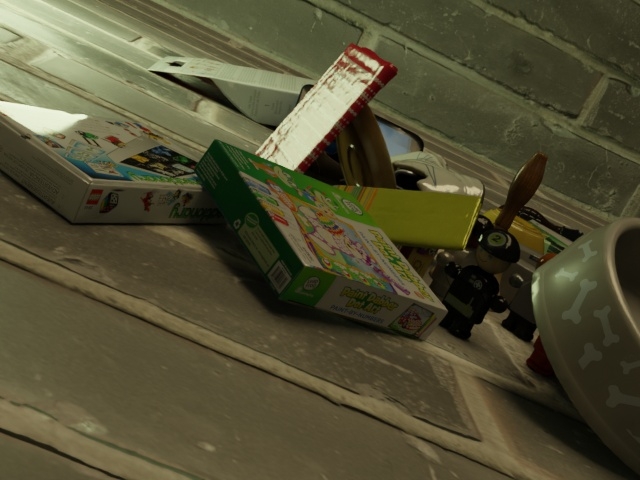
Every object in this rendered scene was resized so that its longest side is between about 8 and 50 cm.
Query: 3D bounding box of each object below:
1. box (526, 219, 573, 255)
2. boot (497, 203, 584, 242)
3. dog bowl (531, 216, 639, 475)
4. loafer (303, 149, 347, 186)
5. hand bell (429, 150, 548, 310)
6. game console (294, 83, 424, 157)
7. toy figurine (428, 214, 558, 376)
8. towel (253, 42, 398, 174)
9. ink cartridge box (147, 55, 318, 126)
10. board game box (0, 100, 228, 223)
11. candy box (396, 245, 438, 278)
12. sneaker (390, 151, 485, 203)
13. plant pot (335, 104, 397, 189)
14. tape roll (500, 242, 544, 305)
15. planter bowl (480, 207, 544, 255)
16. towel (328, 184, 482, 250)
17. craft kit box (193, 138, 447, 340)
[{"bbox_3d":[0.569,0.058,2.101,0.322,0.058,0.232,30,14,15],"label":"box"},{"bbox_3d":[0.518,-0.017,2.308,0.219,0.082,0.106,25,-9,11],"label":"boot"},{"bbox_3d":[0.410,0.123,1.142,0.349,0.102,0.348,25,41,-24],"label":"dog bowl"},{"bbox_3d":[0.051,-0.125,1.767,0.220,0.078,0.080,17,17,-34],"label":"loafer"},{"bbox_3d":[0.276,-0.026,1.474,0.126,0.242,0.126,25,14,-7],"label":"hand bell"},{"bbox_3d":[0.091,-0.210,1.928,0.293,0.173,0.250,23,-10,-10],"label":"game console"},{"bbox_3d":[0.262,0.062,1.319,0.213,0.148,0.209,25,14,-7],"label":"toy figurine"},{"bbox_3d":[0.002,-0.194,1.545,0.031,0.275,0.199,39,6,-25],"label":"towel"},{"bbox_3d":[-0.181,-0.334,2.187,0.385,0.091,0.308,9,16,-3],"label":"ink cartridge box"},{"bbox_3d":[-0.242,-0.087,1.132,0.193,0.053,0.305,34,15,23],"label":"board game box"},{"bbox_3d":[0.148,-0.001,1.427,0.053,0.109,0.187,29,13,4],"label":"candy box"},{"bbox_3d":[0.160,-0.104,1.642,0.129,0.111,0.297,17,6,-24],"label":"sneaker"},{"bbox_3d":[0.070,-0.123,1.589,0.032,0.236,0.236,-16,27,-11],"label":"plant pot"},{"bbox_3d":[0.350,0.068,1.626,0.219,0.072,0.219,25,13,-6],"label":"tape roll"},{"bbox_3d":[0.362,-0.002,1.870,0.217,0.090,0.217,25,13,-6],"label":"planter bowl"},{"bbox_3d":[0.094,-0.029,1.314,0.237,0.021,0.102,5,48,25],"label":"towel"},{"bbox_3d":[0.000,0.000,1.149,0.247,0.061,0.250,22,23,-45],"label":"craft kit box"}]
